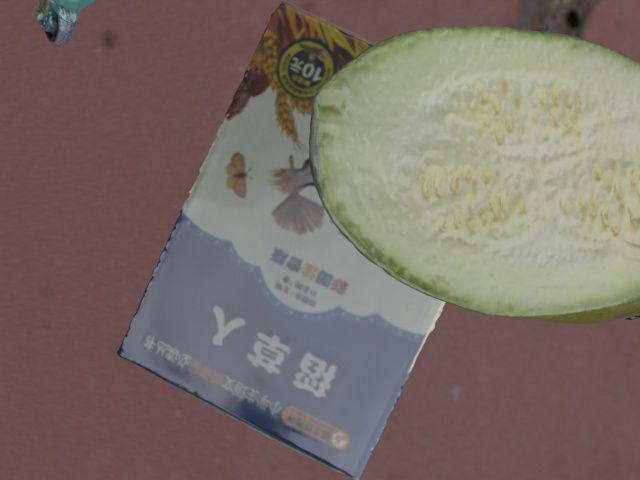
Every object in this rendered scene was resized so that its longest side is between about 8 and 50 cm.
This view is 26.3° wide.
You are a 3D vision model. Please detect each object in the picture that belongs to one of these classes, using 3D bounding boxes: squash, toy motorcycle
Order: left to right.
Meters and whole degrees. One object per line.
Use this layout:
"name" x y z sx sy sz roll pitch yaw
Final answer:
"toy motorcycle" -0.348 -0.411 1.788 0.109 0.198 0.297 -10 92 -29
"squash" 0.136 -0.042 0.858 0.260 0.189 0.189 15 83 -58

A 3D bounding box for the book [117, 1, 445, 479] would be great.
"book" 0.000 0.000 1.458 0.300 0.039 0.428 26 97 8
